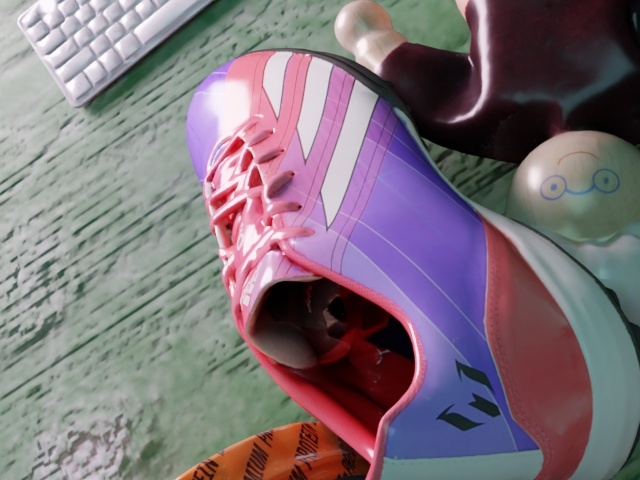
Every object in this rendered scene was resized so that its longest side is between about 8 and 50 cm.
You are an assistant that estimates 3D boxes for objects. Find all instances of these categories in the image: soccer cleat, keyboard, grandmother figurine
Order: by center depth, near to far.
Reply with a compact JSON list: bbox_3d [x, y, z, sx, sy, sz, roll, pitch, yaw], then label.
[{"bbox_3d":[0.000,0.000,0.611,0.318,0.116,0.108,45,132,47],"label":"soccer cleat"},{"bbox_3d":[0.105,-0.112,0.668,0.208,0.104,0.342,-16,64,25],"label":"grandmother figurine"},{"bbox_3d":[-0.056,-0.177,0.797,0.256,0.014,0.072,-38,63,6],"label":"keyboard"}]

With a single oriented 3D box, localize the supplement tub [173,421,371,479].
[{"bbox_3d":[0.042,0.232,0.521,0.193,0.193,0.316,-43,62,3],"label":"supplement tub"}]
